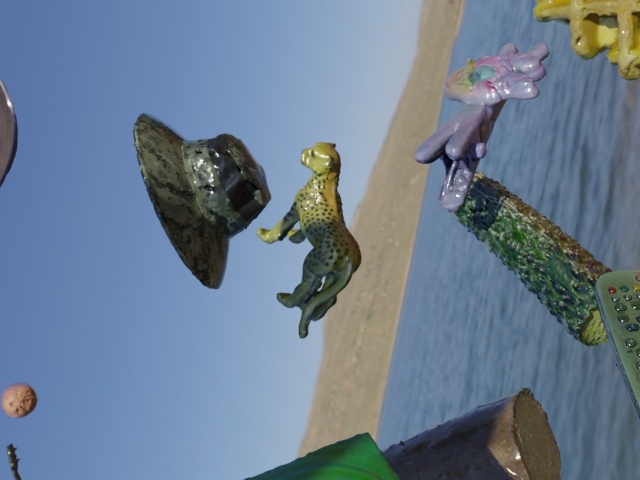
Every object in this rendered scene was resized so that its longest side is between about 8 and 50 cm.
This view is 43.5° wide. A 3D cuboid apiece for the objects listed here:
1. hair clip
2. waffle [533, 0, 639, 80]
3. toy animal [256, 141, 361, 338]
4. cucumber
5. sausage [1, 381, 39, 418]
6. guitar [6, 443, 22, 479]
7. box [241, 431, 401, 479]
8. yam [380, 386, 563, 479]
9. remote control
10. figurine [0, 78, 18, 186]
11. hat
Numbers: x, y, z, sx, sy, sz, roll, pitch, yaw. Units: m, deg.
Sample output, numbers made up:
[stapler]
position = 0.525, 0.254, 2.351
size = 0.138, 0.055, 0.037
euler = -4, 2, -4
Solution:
[hair clip]
position = 0.217, -0.174, 1.050
size = 0.090, 0.137, 0.278
euler = 45, -115, -39
[waffle]
position = 0.180, -0.188, 0.429
size = 0.051, 0.149, 0.194
euler = -33, -27, -44
[toy animal]
position = 0.000, 0.000, 0.863
size = 0.136, 0.073, 0.181
euler = -49, 39, 33
[cucumber]
position = 0.279, 0.003, 1.101
size = 0.359, 0.096, 0.096
euler = -127, 36, -49
[sausage]
position = -0.292, 0.154, 0.776
size = 0.083, 0.034, 0.034
euler = 158, 127, -66
[guitar]
position = -0.412, 0.408, 1.187
size = 0.088, 0.025, 0.233
euler = -9, -105, -85
[box]
position = -0.058, 0.312, 0.543
size = 0.106, 0.337, 0.264
euler = 96, 152, -45
[yam]
position = 0.154, 0.267, 0.898
size = 0.129, 0.238, 0.128
euler = -6, -114, -55
[remote control]
position = 0.334, 0.120, 0.811
size = 0.042, 0.072, 0.222
euler = 80, -173, -49
[figurine]
position = -0.392, -0.063, 0.620
size = 0.206, 0.316, 0.284
euler = 8, -116, -59
[hat]
position = -0.143, -0.075, 1.110
size = 0.265, 0.128, 0.265
euler = -24, -90, -84
